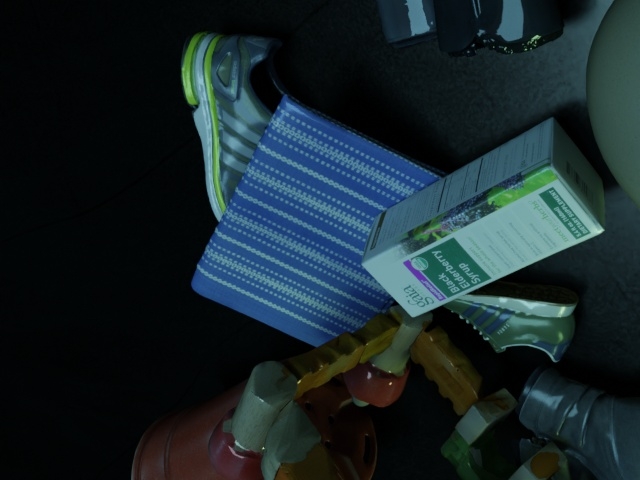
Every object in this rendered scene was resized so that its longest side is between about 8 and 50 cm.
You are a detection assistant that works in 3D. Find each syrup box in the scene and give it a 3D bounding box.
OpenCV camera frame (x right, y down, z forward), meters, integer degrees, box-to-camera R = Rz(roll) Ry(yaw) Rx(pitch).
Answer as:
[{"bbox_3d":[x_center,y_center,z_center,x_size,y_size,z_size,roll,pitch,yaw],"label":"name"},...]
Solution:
[{"bbox_3d":[0.164,-0.018,0.858,0.236,0.096,0.093,-30,115,34],"label":"syrup box"}]

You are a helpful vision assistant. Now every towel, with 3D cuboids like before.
[{"bbox_3d":[0.000,0.000,1.006,0.243,0.040,0.336,25,130,-9],"label":"towel"}]

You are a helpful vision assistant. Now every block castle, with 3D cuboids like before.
[{"bbox_3d":[0.108,0.312,0.909,0.453,0.303,0.213,49,140,24],"label":"block castle"}]

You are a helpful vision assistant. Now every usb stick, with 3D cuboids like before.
[{"bbox_3d":[0.066,-0.334,0.831,0.077,0.045,0.278,-3,111,39],"label":"usb stick"}]

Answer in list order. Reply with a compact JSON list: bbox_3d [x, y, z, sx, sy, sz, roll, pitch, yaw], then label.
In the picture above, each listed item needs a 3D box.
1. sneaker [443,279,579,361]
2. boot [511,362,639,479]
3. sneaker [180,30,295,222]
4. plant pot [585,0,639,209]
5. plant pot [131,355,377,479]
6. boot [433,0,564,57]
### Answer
[{"bbox_3d":[0.196,0.090,0.946,0.192,0.064,0.086,9,114,29],"label":"sneaker"},{"bbox_3d":[0.339,0.307,0.946,0.222,0.118,0.338,9,112,41],"label":"boot"},{"bbox_3d":[-0.077,-0.114,1.022,0.121,0.111,0.300,-1,118,28],"label":"sneaker"},{"bbox_3d":[0.317,-0.126,0.633,0.191,0.284,0.284,-140,37,-62],"label":"plant pot"},{"bbox_3d":[-0.079,0.308,1.161,0.265,0.272,0.272,-39,88,34],"label":"plant pot"},{"bbox_3d":[0.190,-0.280,0.731,0.246,0.094,0.207,-6,108,44],"label":"boot"}]
